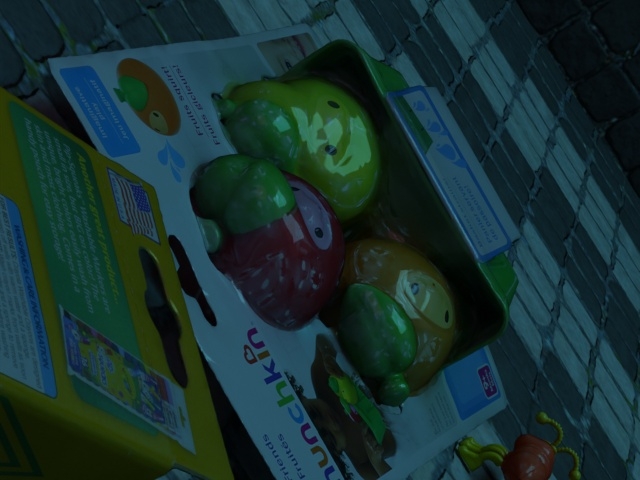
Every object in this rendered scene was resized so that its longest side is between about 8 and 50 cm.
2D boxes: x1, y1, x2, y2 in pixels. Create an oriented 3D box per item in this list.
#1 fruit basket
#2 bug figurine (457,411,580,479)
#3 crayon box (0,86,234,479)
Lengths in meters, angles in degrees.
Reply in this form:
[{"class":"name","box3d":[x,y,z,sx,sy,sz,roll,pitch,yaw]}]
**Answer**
[{"class":"fruit basket","box3d":[0.000,0.000,1.227,0.327,0.165,0.353,61,21,5]},{"class":"bug figurine","box3d":[0.204,0.275,1.474,0.279,0.072,0.216,59,18,-3]},{"class":"crayon box","box3d":[-0.180,0.009,0.859,0.323,0.083,0.203,35,30,-51]}]
